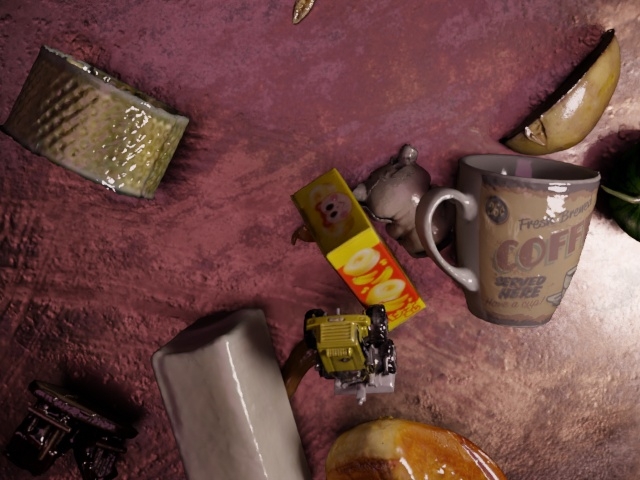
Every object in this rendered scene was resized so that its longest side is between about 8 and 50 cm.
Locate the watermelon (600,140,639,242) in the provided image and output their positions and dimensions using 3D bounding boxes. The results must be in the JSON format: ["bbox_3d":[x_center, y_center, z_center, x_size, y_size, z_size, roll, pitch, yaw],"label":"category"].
[{"bbox_3d":[0.553,-0.078,1.552,0.188,0.214,0.188,7,102,37],"label":"watermelon"}]

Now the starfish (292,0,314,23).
[{"bbox_3d":[-0.037,-0.486,1.616,0.277,0.062,0.236,20,102,-4],"label":"starfish"}]

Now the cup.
[{"bbox_3d":[0.285,0.003,1.550,0.301,0.227,0.257,-1,103,-24],"label":"cup"}]

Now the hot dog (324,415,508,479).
[{"bbox_3d":[0.197,0.454,1.614,0.185,0.223,0.405,-35,87,44],"label":"hot dog"}]

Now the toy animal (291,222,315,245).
[{"bbox_3d":[0.000,0.000,1.657,0.083,0.060,0.081,47,56,-2],"label":"toy animal"}]

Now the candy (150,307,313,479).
[{"bbox_3d":[-0.136,0.304,1.608,0.145,0.208,0.359,-15,95,18],"label":"candy"}]

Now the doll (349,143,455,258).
[{"bbox_3d":[0.144,-0.058,1.628,0.149,0.095,0.192,-42,96,8],"label":"doll"}]

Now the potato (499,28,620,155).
[{"bbox_3d":[0.427,-0.218,1.592,0.100,0.120,0.261,43,96,-9],"label":"potato"}]

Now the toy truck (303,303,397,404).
[{"bbox_3d":[0.052,0.191,1.564,0.136,0.286,0.111,-4,59,12],"label":"toy truck"}]

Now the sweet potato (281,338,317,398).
[{"bbox_3d":[-0.027,0.205,1.682,0.053,0.054,0.182,42,98,7],"label":"sweet potato"}]

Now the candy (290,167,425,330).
[{"bbox_3d":[0.063,0.021,1.538,0.088,0.276,0.146,-32,51,5],"label":"candy"}]

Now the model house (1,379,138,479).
[{"bbox_3d":[-0.433,0.348,1.669,0.203,0.141,0.164,29,86,-4],"label":"model house"}]

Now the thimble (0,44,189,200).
[{"bbox_3d":[-0.356,-0.187,1.545,0.270,0.271,0.150,27,95,-1],"label":"thimble"}]
